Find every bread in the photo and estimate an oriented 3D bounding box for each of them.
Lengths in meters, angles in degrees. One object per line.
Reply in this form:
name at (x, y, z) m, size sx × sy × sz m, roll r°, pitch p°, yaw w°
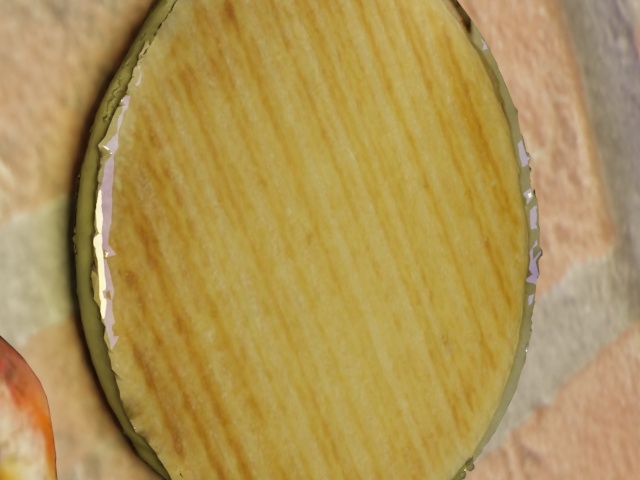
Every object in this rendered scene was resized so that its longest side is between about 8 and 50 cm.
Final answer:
bread at (0.000, 0.000, 0.719) m, size 0.267 × 0.040 × 0.267 m, roll 2°, pitch 87°, yaw -46°

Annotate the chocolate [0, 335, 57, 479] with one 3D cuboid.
chocolate at (-0.180, 0.090, 0.454) m, size 0.221 × 0.147 × 0.221 m, roll 7°, pitch 80°, yaw -48°
